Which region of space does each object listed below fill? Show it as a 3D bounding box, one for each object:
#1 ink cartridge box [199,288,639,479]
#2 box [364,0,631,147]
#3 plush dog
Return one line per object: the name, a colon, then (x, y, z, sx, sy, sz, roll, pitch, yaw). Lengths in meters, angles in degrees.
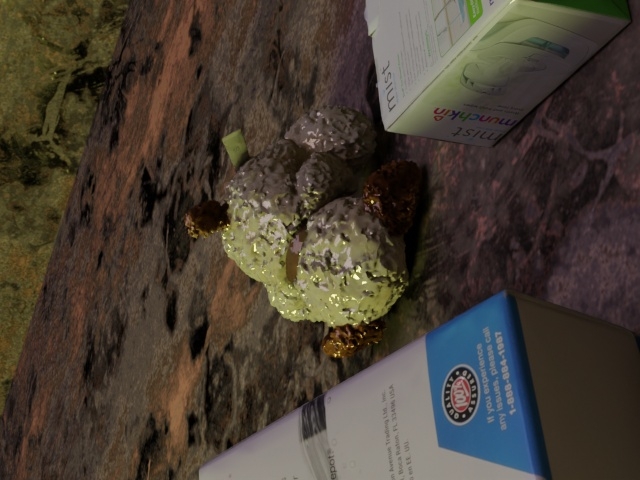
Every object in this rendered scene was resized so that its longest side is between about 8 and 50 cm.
ink cartridge box: (0.083, 0.257, 1.071, 0.395, 0.166, 0.285, -34, 51, 40)
box: (0.145, -0.255, 1.236, 0.231, 0.127, 0.262, 133, 138, -54)
plush dog: (0.000, 0.000, 1.451, 0.225, 0.211, 0.262, 27, 112, 37)
